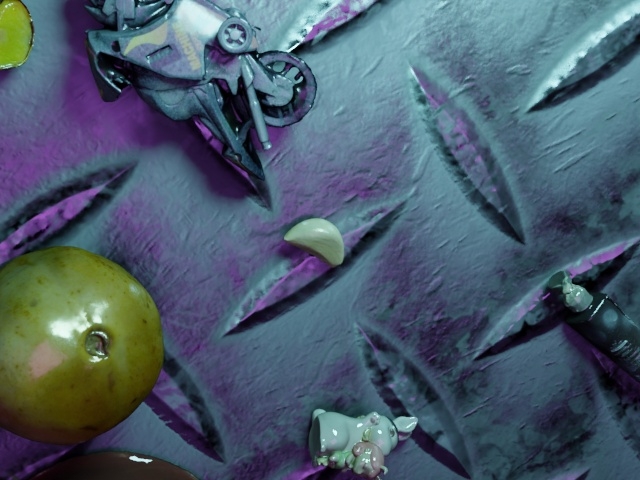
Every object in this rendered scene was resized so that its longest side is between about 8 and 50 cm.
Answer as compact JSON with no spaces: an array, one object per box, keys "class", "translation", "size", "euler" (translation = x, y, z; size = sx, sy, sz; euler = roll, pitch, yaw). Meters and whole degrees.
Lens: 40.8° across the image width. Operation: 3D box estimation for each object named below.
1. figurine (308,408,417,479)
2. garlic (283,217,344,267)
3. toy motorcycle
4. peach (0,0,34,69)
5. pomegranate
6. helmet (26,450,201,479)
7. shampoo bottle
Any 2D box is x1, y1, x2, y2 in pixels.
[{"class":"figurine","translation":[0.060,0.277,1.137],"size":[0.146,0.081,0.098],"euler":[10,62,-14]},{"class":"garlic","translation":[-0.001,0.000,1.094],"size":[0.083,0.041,0.053],"euler":[34,97,-23]},{"class":"toy motorcycle","translation":[-0.155,-0.203,0.993],"size":[0.307,0.108,0.173],"euler":[33,101,-17]},{"class":"peach","translation":[-0.363,-0.235,0.963],"size":[0.077,0.050,0.083],"euler":[-14,114,-32]},{"class":"pomegranate","translation":[-0.281,0.116,0.957],"size":[0.233,0.233,0.233],"euler":[-2,101,-12]},{"class":"helmet","translation":[-0.258,0.473,1.032],"size":[0.338,0.230,0.384],"euler":[12,96,-15]},{"class":"shampoo bottle","translation":[0.394,0.117,1.188],"size":[0.208,0.063,0.057],"euler":[40,79,-16]}]
